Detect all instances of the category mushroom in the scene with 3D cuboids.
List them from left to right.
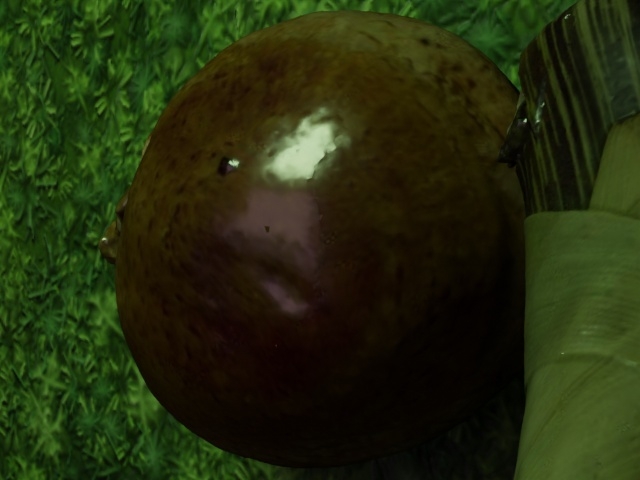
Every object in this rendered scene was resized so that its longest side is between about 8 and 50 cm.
[{"bbox_3d":[-0.013,0.000,0.854,0.283,0.195,0.263,9,102,46],"label":"mushroom"}]

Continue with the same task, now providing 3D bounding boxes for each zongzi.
[{"bbox_3d":[0.124,0.005,0.623,0.154,0.317,0.289,-37,65,31],"label":"zongzi"}]
